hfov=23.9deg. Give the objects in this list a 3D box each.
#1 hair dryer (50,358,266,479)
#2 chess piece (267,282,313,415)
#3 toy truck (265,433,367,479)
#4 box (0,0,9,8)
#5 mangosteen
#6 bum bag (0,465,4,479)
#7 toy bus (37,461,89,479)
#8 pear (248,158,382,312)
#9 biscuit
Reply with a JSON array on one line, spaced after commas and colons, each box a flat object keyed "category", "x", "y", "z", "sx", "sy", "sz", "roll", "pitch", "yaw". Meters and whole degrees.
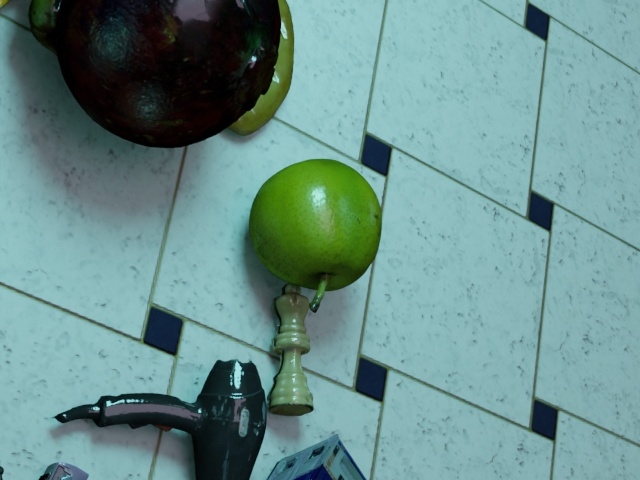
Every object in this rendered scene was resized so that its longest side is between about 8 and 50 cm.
[{"category": "hair dryer", "x": -0.198, "y": 0.244, "z": 1.805, "sx": 0.272, "sy": 0.091, "sz": 0.235, "roll": 12, "pitch": 78, "yaw": -23}, {"category": "chess piece", "x": -0.038, "y": 0.138, "z": 1.964, "sx": 0.060, "sy": 0.060, "sz": 0.172, "roll": 15, "pitch": 64, "yaw": -35}, {"category": "toy truck", "x": 0.037, "y": 0.392, "z": 1.886, "sx": 0.268, "sy": 0.124, "sz": 0.155, "roll": 57, "pitch": 28, "yaw": -12}, {"category": "box", "x": -0.438, "y": -0.419, "z": 1.834, "sx": 0.269, "sy": 0.043, "sz": 0.152, "roll": 49, "pitch": 53, "yaw": -14}, {"category": "mangosteen", "x": -0.195, "y": -0.262, "z": 1.826, "sx": 0.311, "sy": 0.311, "sz": 0.311, "roll": 14, "pitch": 67, "yaw": -35}, {"category": "bum bag", "x": -0.396, "y": 0.162, "z": 1.627, "sx": 0.060, "sy": 0.123, "sz": 0.248, "roll": -18, "pitch": 88, "yaw": -18}, {"category": "toy bus", "x": -0.308, "y": 0.311, "z": 1.699, "sx": 0.052, "sy": 0.037, "sz": 0.130, "roll": 35, "pitch": 57, "yaw": -19}, {"category": "pear", "x": 0.000, "y": 0.000, "z": 1.958, "sx": 0.180, "sy": 0.166, "sz": 0.216, "roll": 30, "pitch": 39, "yaw": -46}, {"category": "biscuit", "x": -0.114, "y": -0.266, "z": 2.045, "sx": 0.203, "sy": 0.041, "sz": 0.260, "roll": 7, "pitch": 69, "yaw": -37}]
